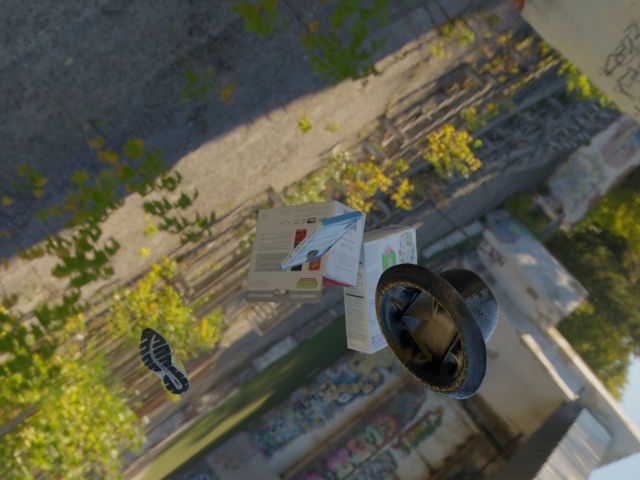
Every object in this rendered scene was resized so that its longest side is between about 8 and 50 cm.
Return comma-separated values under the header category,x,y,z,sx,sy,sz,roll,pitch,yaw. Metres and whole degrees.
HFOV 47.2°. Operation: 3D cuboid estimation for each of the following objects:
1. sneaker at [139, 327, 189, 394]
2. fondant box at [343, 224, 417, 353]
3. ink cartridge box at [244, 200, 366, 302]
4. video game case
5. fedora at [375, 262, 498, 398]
category,x,y,z,sx,sy,sz,roll,pitch,yaw
sneaker,-0.427,0.318,1.982,0.081,0.209,0.094,-24,-156,-3
fondant box,0.181,0.138,2.158,0.096,0.331,0.238,9,-162,44
ink cartridge box,-0.047,0.049,1.989,0.130,0.272,0.309,20,164,-42
video game case,0.000,0.000,1.492,0.119,0.015,0.166,-16,158,-46
fedora,0.259,0.162,1.503,0.152,0.334,0.334,-28,163,-26
